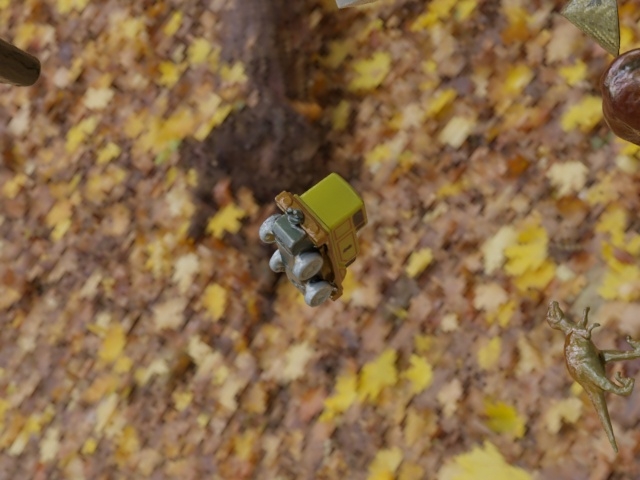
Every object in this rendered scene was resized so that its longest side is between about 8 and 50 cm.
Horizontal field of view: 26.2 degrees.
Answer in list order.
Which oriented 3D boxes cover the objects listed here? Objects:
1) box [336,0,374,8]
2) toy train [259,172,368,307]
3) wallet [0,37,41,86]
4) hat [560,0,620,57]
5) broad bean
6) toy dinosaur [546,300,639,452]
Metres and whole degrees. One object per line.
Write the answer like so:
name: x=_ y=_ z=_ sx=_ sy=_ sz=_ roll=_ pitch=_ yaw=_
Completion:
box: x=0.037 y=-0.310 z=1.055 sx=0.067 sy=0.242 sz=0.155 roll=-18 pitch=6 yaw=-19
toy train: x=0.000 y=0.000 z=1.746 sx=0.127 sy=0.219 sz=0.089 roll=-38 pitch=63 yaw=-12
wallet: x=-0.386 y=-0.194 z=1.091 sx=0.170 sy=0.321 sz=0.044 roll=7 pitch=79 yaw=37
hat: x=0.356 y=-0.312 z=1.857 sx=0.067 sy=0.146 sz=0.146 roll=-10 pitch=33 yaw=5
broad bean: x=0.500 y=-0.196 z=2.028 sx=0.156 sy=0.228 sz=0.122 roll=-31 pitch=46 yaw=18
toy dinosaur: x=0.319 y=0.162 z=1.668 sx=0.039 sy=0.126 sz=0.162 roll=3 pitch=-77 yaw=-72
